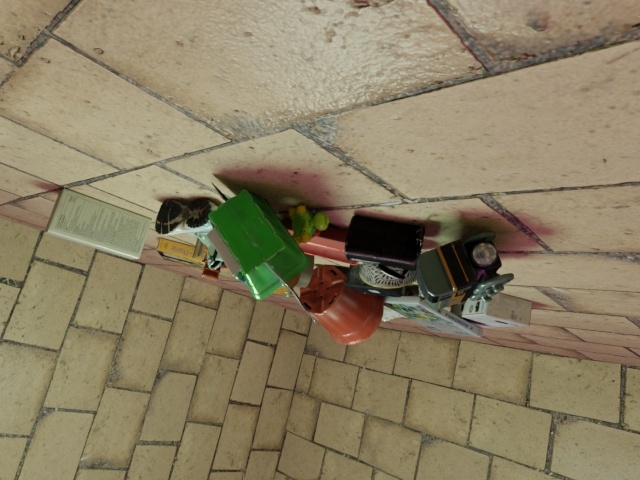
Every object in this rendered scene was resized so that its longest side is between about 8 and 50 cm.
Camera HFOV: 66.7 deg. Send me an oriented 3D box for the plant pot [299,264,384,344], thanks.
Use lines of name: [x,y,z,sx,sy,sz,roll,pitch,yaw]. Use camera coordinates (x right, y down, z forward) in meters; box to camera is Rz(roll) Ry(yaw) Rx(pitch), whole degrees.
plant pot: [0.068,0.239,1.911,0.272,0.272,0.265,3,155,38]

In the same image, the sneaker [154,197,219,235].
sneaker: [-0.376,-0.053,1.432,0.283,0.110,0.122,3,166,38]

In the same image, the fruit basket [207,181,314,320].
fruit basket: [-0.142,0.047,1.216,0.327,0.165,0.353,53,170,23]

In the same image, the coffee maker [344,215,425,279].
coffee maker: [0.153,-0.002,1.154,0.178,0.120,0.171,9,142,12]

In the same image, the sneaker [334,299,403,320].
sneaker: [0.226,0.353,2.174,0.448,0.257,0.169,13,166,1]

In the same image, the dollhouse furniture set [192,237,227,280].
dollhouse furniture set: [-0.386,0.087,1.946,0.262,0.135,0.259,20,165,-27]

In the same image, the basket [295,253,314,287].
basket: [-0.147,0.078,1.663,0.227,0.154,0.204,14,166,-15]

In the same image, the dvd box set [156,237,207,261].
dvd box set: [-0.544,0.097,2.302,0.421,0.062,0.307,16,167,-9]

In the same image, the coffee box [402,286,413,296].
coffee box: [0.298,0.204,1.959,0.113,0.040,0.184,7,165,26]

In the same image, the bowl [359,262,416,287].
bowl: [0.184,0.048,1.287,0.170,0.170,0.080,6,121,28]

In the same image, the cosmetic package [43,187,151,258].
cosmetic package: [-0.782,-0.051,1.723,0.309,0.160,0.113,23,164,-32]

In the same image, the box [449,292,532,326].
box: [0.607,0.255,1.765,0.169,0.087,0.290,15,166,-6]

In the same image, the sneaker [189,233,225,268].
sneaker: [-0.378,0.014,1.607,0.256,0.151,0.094,4,165,38]

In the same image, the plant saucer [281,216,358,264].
plant saucer: [0.000,0.000,1.405,0.259,0.047,0.259,13,167,0]

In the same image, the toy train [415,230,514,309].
toy train: [0.316,0.081,1.122,0.190,0.142,0.334,-19,163,5]

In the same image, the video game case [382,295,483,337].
video game case: [0.418,0.292,1.909,0.300,0.036,0.329,29,166,-16]

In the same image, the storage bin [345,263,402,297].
storage bin: [0.192,0.141,1.715,0.180,0.084,0.122,3,163,41]

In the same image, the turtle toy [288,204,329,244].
turtle toy: [-0.028,-0.041,1.197,0.066,0.095,0.130,-6,179,-30]
